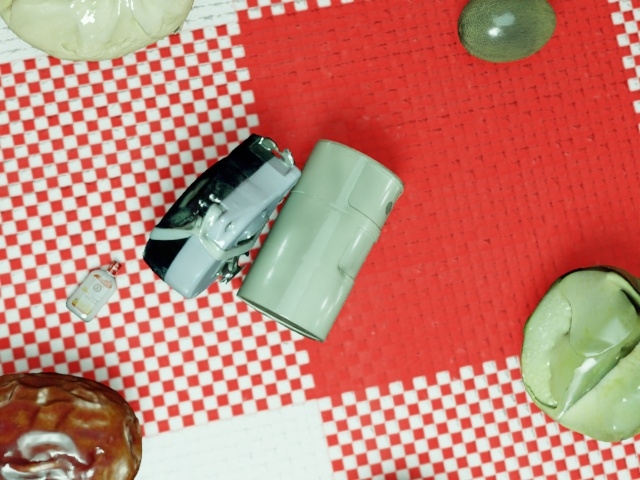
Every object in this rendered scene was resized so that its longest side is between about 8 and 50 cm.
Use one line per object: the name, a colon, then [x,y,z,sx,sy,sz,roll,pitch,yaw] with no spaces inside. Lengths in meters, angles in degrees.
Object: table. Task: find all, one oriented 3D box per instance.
table: [0.000,0.000,1.381,0.126,0.126,0.220,29,81,-1]

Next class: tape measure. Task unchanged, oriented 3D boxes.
tape measure: [-0.125,-0.017,1.345,0.107,0.181,0.182,39,48,4]

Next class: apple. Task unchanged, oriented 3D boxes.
apple: [0.347,0.136,1.377,0.207,0.174,0.188,36,107,-6]

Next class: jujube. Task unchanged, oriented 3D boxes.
jujube: [-0.350,0.245,1.283,0.290,0.197,0.197,-6,83,9]

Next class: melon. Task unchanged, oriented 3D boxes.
melon: [0.241,-0.279,1.456,0.130,0.098,0.098,-4,83,-10]

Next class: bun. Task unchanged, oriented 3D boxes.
bun: [-0.276,-0.350,1.385,0.259,0.160,0.259,1,80,-4]

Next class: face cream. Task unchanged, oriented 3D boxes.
face cream: [-0.278,0.060,1.398,0.040,0.021,0.083,38,80,-1]
